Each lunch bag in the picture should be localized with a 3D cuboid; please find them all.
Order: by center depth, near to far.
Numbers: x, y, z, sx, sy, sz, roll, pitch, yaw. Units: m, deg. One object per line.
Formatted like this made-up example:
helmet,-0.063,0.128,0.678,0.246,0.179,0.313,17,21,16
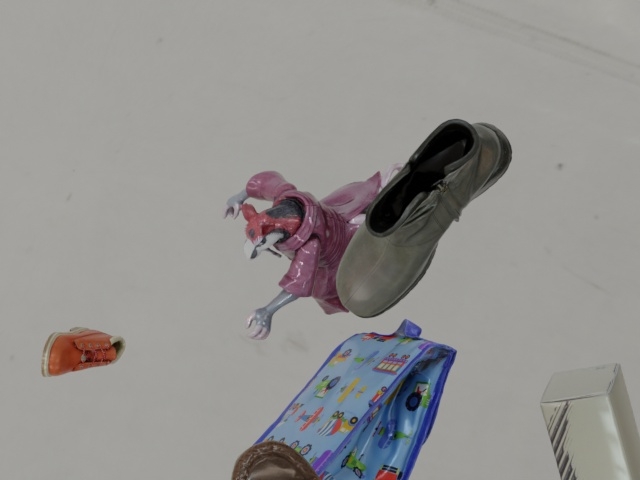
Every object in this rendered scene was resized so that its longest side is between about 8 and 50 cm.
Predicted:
lunch bag,0.049,0.230,1.622,0.138,0.221,0.293,38,72,-21

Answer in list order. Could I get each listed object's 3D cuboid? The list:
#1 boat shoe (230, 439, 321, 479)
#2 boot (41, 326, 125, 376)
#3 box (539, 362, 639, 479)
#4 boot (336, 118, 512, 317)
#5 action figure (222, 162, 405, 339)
boat shoe,-0.017,0.294,1.000,0.095,0.095,0.257,-16,80,-14
boot,-0.344,0.162,1.749,0.084,0.158,0.059,8,103,16
box,0.368,0.307,1.553,0.094,0.113,0.275,-13,100,24
boot,0.073,-0.021,1.138,0.083,0.161,0.246,44,110,14
action figure,0.000,0.000,1.841,0.276,0.370,0.248,-24,73,16
